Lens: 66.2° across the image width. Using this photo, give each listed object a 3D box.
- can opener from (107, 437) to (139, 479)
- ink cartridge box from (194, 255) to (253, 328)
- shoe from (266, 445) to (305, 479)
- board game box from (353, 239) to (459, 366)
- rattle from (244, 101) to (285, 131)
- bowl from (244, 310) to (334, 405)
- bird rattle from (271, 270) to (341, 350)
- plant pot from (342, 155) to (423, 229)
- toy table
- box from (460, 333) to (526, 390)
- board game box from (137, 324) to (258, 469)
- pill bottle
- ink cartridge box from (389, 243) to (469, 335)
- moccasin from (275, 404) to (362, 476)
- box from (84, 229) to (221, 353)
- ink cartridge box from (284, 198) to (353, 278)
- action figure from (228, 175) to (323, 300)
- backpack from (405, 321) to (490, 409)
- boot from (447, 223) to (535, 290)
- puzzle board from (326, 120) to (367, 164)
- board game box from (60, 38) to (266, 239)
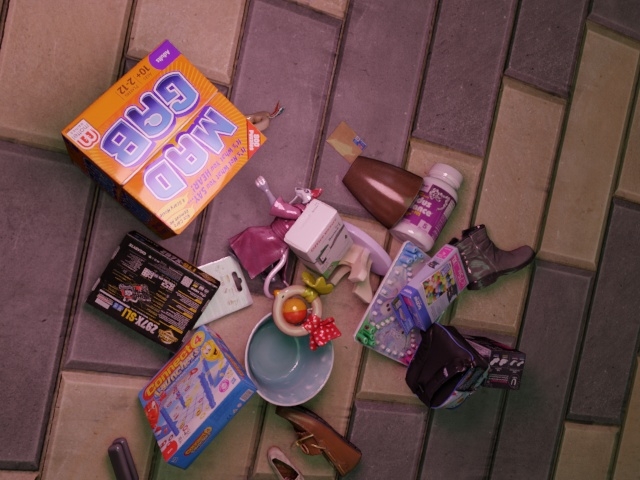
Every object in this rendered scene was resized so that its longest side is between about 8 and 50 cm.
[{"bbox_3d":[-0.604,0.771,1.585,0.093,0.074,0.280,-18,97,2],"label":"can opener"},{"bbox_3d":[-0.366,0.169,1.628,0.233,0.066,0.188,-23,100,-23],"label":"ink cartridge box"},{"bbox_3d":[-0.119,0.832,1.748,0.077,0.058,0.219,-37,104,-11],"label":"shoe"},{"bbox_3d":[0.336,0.249,1.770,0.390,0.050,0.389,33,84,-40],"label":"board game box"},{"bbox_3d":[-0.196,-0.360,1.628,0.200,0.130,0.142,-36,117,-38],"label":"rattle"},{"bbox_3d":[-0.127,0.376,1.637,0.312,0.163,0.311,3,82,-26],"label":"bowl"},{"bbox_3d":[-0.053,0.227,1.563,0.207,0.143,0.253,-5,98,-15],"label":"bird rattle"},{"bbox_3d":[0.199,-0.190,1.706,0.231,0.215,0.215,33,84,-3],"label":"plant pot"},{"bbox_3d":[0.106,0.078,1.681,0.274,0.252,0.160,36,67,-5],"label":"toy table"},{"bbox_3d":[0.614,0.452,1.844,0.164,0.247,0.142,10,90,-18],"label":"box"},{"bbox_3d":[-0.384,0.465,1.500,0.308,0.302,0.086,-48,132,-6],"label":"board game box"},{"bbox_3d":[0.389,-0.123,1.767,0.169,0.169,0.301,34,79,-17],"label":"pill bottle"},{"bbox_3d":[0.387,0.181,1.715,0.311,0.065,0.185,-41,126,-18],"label":"ink cartridge box"},{"bbox_3d":[-0.021,0.706,1.738,0.380,0.139,0.147,47,72,-24],"label":"moccasin"},{"bbox_3d":[-0.513,0.159,1.519,0.322,0.079,0.257,32,98,-8],"label":"box"},{"bbox_3d":[0.000,0.000,1.500,0.093,0.219,0.160,30,78,28],"label":"ink cartridge box"},{"bbox_3d":[-0.119,-0.027,1.551,0.370,0.275,0.248,-43,147,19],"label":"action figure"},{"bbox_3d":[0.438,0.456,1.734,0.213,0.276,0.263,25,105,-32],"label":"backpack"},{"bbox_3d":[0.670,0.031,1.905,0.338,0.118,0.222,-25,93,-20],"label":"boot"},{"bbox_3d":[0.094,-0.347,1.746,0.128,0.011,0.096,40,81,-17],"label":"puzzle board"},{"bbox_3d":[-0.439,-0.253,1.383,0.356,0.357,0.356,44,72,-15],"label":"board game box"}]
